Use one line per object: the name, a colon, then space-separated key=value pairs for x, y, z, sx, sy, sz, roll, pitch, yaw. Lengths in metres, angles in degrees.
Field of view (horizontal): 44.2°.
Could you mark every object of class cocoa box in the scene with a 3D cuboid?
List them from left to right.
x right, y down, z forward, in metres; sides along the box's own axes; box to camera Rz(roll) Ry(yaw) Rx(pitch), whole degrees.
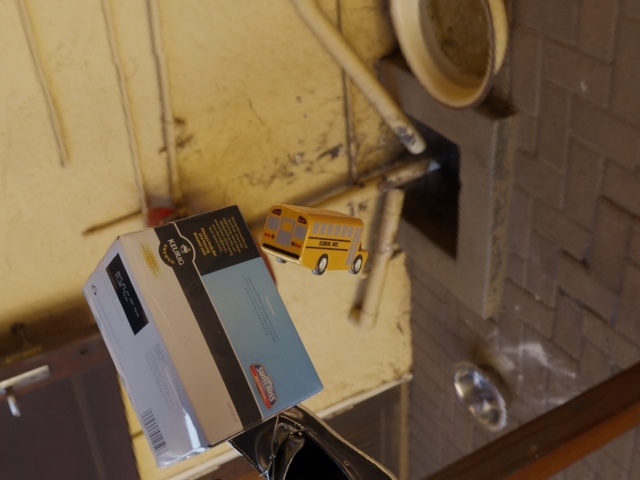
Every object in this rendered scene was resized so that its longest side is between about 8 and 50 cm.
cocoa box: x=-0.200 y=0.157 z=1.301 sx=0.231 sy=0.227 sz=0.347 roll=-38 pitch=75 yaw=51

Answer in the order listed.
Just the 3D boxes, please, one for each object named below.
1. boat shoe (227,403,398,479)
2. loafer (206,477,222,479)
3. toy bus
boat shoe: x=-0.054 y=0.488 z=1.767 sx=0.500 sy=0.156 sz=0.187 roll=24 pitch=101 yaw=32
loafer: x=-0.110 y=0.433 z=1.154 sx=0.268 sy=0.084 sz=0.096 roll=80 pitch=-169 yaw=-49
toy bus: x=0.000 y=0.000 z=1.730 sx=0.108 sy=0.332 sz=0.130 roll=18 pitch=97 yaw=27
